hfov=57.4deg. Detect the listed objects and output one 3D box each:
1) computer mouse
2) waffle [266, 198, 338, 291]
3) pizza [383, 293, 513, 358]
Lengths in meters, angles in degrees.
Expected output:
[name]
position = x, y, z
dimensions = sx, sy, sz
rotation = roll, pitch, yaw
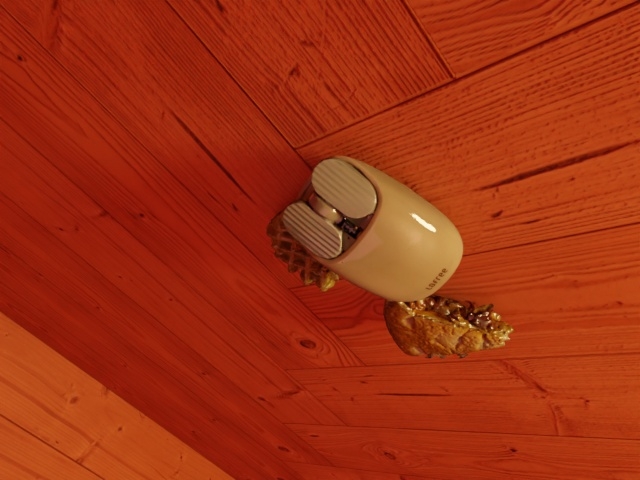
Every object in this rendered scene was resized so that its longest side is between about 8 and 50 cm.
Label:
[computer mouse]
position = 0.072, -0.007, 0.754
dimensions = 0.237, 0.082, 0.145
rotation = 33, 114, -14
[waffle]
position = 0.001, -0.002, 0.871
dimensions = 0.149, 0.051, 0.194
rotation = 38, 138, -15
[pizza]
position = 0.193, 0.121, 0.890
dimensions = 0.194, 0.069, 0.154
rotation = 1, 138, 22
